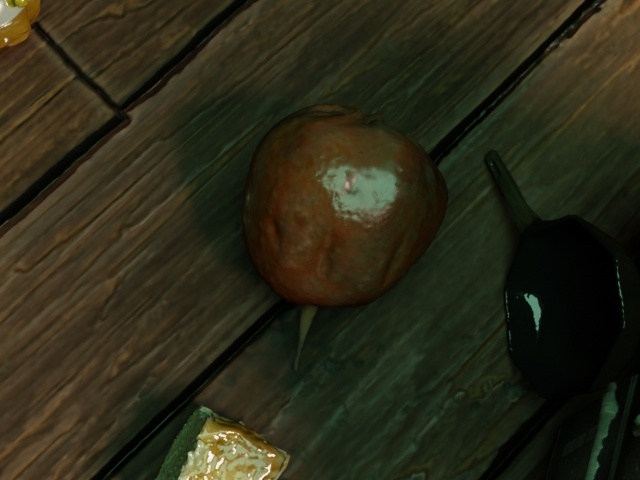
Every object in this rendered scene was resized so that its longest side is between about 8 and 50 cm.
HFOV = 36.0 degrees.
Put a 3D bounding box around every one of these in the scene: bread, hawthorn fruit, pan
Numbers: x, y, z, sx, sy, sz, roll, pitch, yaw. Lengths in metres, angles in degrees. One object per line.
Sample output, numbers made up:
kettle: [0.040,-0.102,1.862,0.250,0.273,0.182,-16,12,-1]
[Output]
bread: [-0.072,0.166,0.694,0.070,0.077,0.083,33,77,-10]
hawthorn fruit: [0.009,-0.011,0.699,0.149,0.149,0.189,20,73,-1]
pan: [0.187,0.014,0.729,0.048,0.128,0.201,4,75,-28]

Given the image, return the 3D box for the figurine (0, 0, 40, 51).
figurine: [-0.276,-0.199,0.752,0.101,0.068,0.143,-31,66,-18]

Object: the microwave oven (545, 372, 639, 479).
microwave oven: [0.350,0.189,0.510,0.374,0.432,0.236,33,51,-3]

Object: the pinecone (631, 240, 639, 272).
pinecone: [0.307,0.019,0.695,0.179,0.184,0.204,-30,118,-9]
